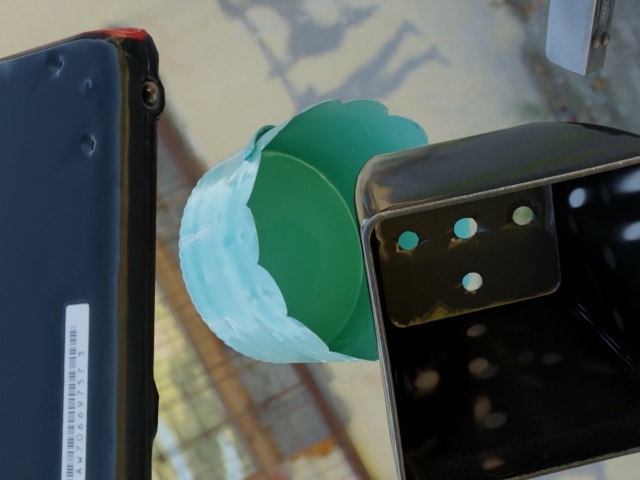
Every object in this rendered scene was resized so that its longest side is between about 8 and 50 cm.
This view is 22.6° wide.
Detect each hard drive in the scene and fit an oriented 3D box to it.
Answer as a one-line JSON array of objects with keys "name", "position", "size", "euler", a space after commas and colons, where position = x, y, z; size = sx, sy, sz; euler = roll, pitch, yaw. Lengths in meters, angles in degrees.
[{"name": "hard drive", "position": [0.279, -0.300, 1.630], "size": [0.172, 0.054, 0.255], "euler": [-30, -51, -71]}]

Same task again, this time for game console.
[{"name": "game console", "position": [-0.204, 0.098, 0.870], "size": [0.342, 0.060, 0.387], "euler": [-7, 79, 40]}]

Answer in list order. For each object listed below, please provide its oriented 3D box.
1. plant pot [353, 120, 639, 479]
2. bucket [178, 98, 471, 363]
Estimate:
[{"name": "plant pot", "position": [0.111, 0.021, 0.978], "size": [0.167, 0.188, 0.187], "euler": [-114, 13, -65]}, {"name": "bucket", "position": [0.000, 0.000, 1.666], "size": [0.183, 0.281, 0.281], "euler": [-15, 103, 55]}]
